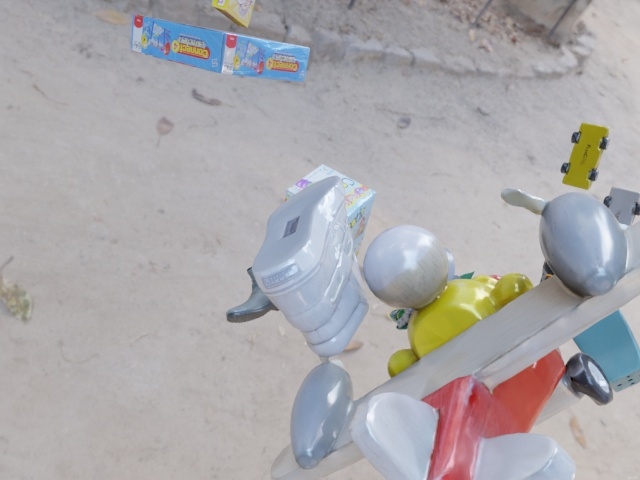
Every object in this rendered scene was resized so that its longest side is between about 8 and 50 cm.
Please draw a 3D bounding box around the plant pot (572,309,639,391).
[{"bbox_3d":[0.856,0.313,1.796,0.165,0.165,0.234,41,24,-44],"label":"plant pot"}]

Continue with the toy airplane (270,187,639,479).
[{"bbox_3d":[0.119,0.109,0.571,0.386,0.384,0.273,-29,77,-15],"label":"toy airplane"}]

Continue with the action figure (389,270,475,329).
[{"bbox_3d":[0.214,0.138,1.266,0.063,0.232,0.137,45,56,-4],"label":"action figure"}]

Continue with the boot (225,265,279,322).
[{"bbox_3d":[-0.205,0.159,1.927,0.246,0.083,0.161,-16,69,-23],"label":"boot"}]

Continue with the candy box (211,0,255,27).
[{"bbox_3d":[-0.131,-0.413,0.983,0.027,0.105,0.206,20,13,-2],"label":"candy box"}]

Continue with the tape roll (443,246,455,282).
[{"bbox_3d":[0.394,0.124,2.172,0.072,0.219,0.219,12,46,-18],"label":"tape roll"}]

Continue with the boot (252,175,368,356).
[{"bbox_3d":[0.000,0.023,0.684,0.123,0.095,0.258,60,22,-19],"label":"boot"}]

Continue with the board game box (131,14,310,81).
[{"bbox_3d":[-0.237,-0.462,1.463,0.301,0.086,0.308,23,21,32],"label":"board game box"}]

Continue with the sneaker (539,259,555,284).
[{"bbox_3d":[0.531,0.122,1.381,0.084,0.215,0.083,18,27,35],"label":"sneaker"}]

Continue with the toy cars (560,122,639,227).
[{"bbox_3d":[0.821,-0.150,1.761,0.087,0.176,0.394,0,67,-55],"label":"toy cars"}]

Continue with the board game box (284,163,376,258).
[{"bbox_3d":[0.000,0.000,1.331,0.142,0.275,0.144,30,42,19],"label":"board game box"}]
